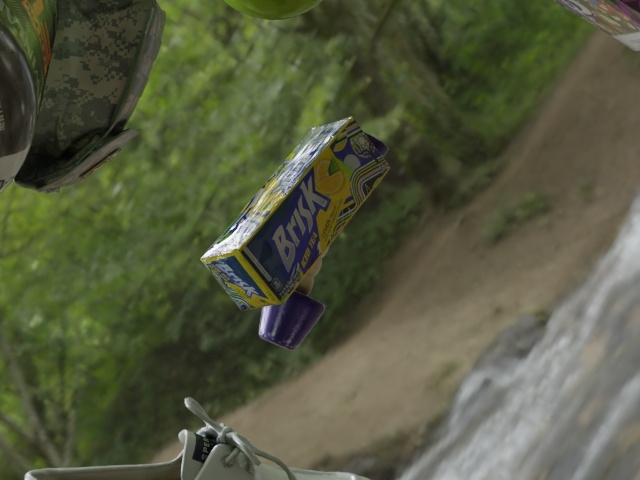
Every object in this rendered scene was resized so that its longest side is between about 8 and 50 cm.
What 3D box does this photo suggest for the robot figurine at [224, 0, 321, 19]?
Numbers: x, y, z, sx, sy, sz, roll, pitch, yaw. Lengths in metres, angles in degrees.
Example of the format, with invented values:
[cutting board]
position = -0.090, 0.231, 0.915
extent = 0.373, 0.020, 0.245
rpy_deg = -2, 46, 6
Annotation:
[robot figurine]
position = -0.020, -0.150, 0.606
extent = 0.115, 0.101, 0.067
rpy_deg = -80, -2, -49

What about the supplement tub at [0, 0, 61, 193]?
[supplement tub]
position = -0.306, -0.141, 0.934
extent = 0.207, 0.207, 0.338
rpy_deg = -60, 21, 26

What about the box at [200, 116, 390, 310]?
[box]
position = -0.018, -0.022, 0.998
extent = 0.054, 0.059, 0.169
rpy_deg = -13, 31, 50

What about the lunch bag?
[lunch bag]
position = -0.310, -0.192, 1.641
extent = 0.235, 0.169, 0.287
rpy_deg = -126, 54, -84

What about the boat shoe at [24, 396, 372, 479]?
[boat shoe]
position = -0.110, 0.233, 1.234
extent = 0.136, 0.367, 0.156
rpy_deg = -158, 65, -75

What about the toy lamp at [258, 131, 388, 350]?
[toy lamp]
position = 0.000, 0.000, 1.531
extent = 0.080, 0.080, 0.274
rpy_deg = 126, 169, -83

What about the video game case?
[video game case]
position = 0.227, -0.250, 1.158
extent = 0.041, 0.232, 0.210
rpy_deg = -59, 4, 6
